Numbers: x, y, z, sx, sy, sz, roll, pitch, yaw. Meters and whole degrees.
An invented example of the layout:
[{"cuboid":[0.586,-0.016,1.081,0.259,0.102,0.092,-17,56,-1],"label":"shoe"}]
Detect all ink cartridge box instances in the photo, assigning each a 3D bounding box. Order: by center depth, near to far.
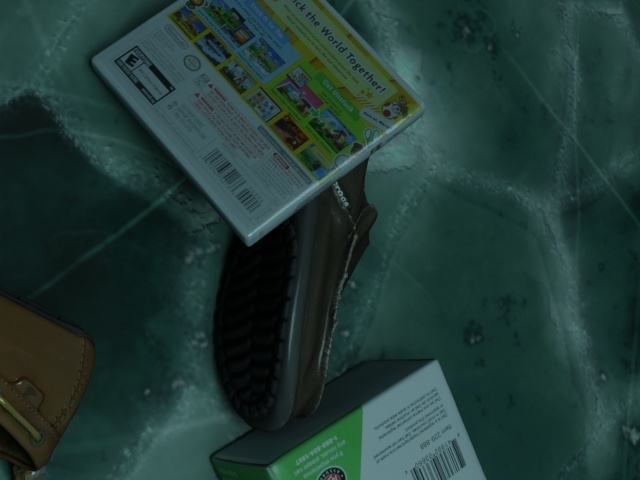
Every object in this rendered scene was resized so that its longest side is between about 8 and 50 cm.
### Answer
[{"cuboid":[0.057,0.285,1.134,0.211,0.121,0.289,-27,99,-33],"label":"ink cartridge box"}]

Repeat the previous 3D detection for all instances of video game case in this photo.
[{"cuboid":[-0.056,-0.137,1.077,0.206,0.026,0.227,-38,74,-15],"label":"video game case"}]

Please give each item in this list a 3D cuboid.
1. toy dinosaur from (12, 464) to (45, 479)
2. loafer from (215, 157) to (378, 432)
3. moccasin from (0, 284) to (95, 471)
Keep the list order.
[{"cuboid":[-0.225,0.280,0.996,0.112,0.064,0.211,2,73,-15],"label":"toy dinosaur"},{"cuboid":[0.000,0.000,1.124,0.130,0.134,0.366,17,75,-31],"label":"loafer"},{"cuboid":[-0.351,0.062,0.894,0.380,0.139,0.147,37,56,-35],"label":"moccasin"}]
